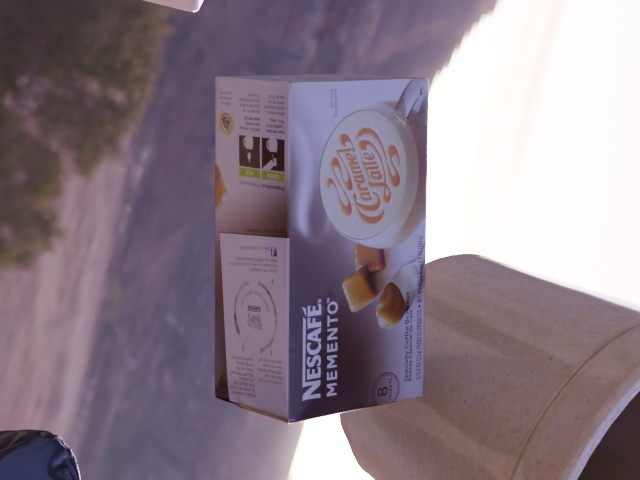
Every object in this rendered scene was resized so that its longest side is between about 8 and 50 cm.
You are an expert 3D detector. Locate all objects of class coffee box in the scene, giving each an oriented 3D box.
[{"bbox_3d":[0.000,0.000,1.255,0.098,0.141,0.246,10,-78,50],"label":"coffee box"}]

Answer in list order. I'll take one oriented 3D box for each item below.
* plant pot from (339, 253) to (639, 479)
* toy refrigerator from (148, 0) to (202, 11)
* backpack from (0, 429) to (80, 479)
[{"bbox_3d":[0.190,0.164,1.371,0.305,0.334,0.334,28,-75,47],"label":"plant pot"},{"bbox_3d":[-0.143,-0.350,1.536,0.269,0.102,0.094,96,11,-49],"label":"toy refrigerator"},{"bbox_3d":[-0.350,0.275,1.410,0.355,0.290,0.273,11,-60,66],"label":"backpack"}]
